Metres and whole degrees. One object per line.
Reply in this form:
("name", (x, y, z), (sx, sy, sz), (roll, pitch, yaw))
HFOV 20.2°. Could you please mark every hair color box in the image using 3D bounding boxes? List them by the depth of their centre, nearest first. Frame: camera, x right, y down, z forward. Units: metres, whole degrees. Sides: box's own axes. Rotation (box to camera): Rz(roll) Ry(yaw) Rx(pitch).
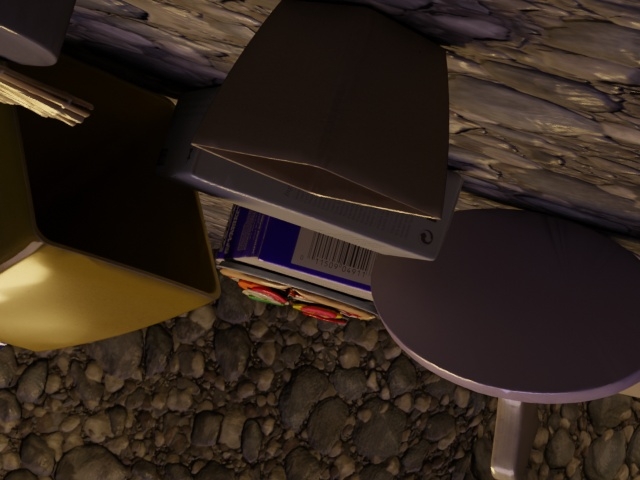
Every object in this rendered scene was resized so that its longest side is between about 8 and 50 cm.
("hair color box", (0.000, 0.000, 2.061), (0.185, 0.110, 0.339), (17, 175, -10))

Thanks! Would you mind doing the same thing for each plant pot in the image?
("plant pot", (0.011, -0.078, 1.015), (0.109, 0.096, 0.109), (12, 173, 45))
("plant pot", (-0.241, -0.019, 1.543), (0.187, 0.212, 0.212), (-34, 146, 30))

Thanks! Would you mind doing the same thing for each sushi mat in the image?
("sushi mat", (-0.289, -0.131, 1.072), (0.151, 0.019, 0.316), (15, 176, 34))

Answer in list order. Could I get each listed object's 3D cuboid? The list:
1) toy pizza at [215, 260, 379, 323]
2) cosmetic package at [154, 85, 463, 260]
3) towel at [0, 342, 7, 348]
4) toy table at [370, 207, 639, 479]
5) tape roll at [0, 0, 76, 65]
("toy pizza", (-0.029, 0.067, 2.107), (0.201, 0.032, 0.201), (17, 176, 1))
("cosmetic package", (-0.011, -0.056, 1.519), (0.231, 0.085, 0.117), (20, 175, -21))
("towel", (-0.415, -0.002, 1.677), (0.308, 0.076, 0.227), (53, 155, -5))
("toy table", (0.195, 0.083, 1.668), (0.274, 0.252, 0.161), (24, 162, 25))
("tape roll", (-0.245, -0.168, 1.025), (0.219, 0.072, 0.219), (17, 175, 1))
